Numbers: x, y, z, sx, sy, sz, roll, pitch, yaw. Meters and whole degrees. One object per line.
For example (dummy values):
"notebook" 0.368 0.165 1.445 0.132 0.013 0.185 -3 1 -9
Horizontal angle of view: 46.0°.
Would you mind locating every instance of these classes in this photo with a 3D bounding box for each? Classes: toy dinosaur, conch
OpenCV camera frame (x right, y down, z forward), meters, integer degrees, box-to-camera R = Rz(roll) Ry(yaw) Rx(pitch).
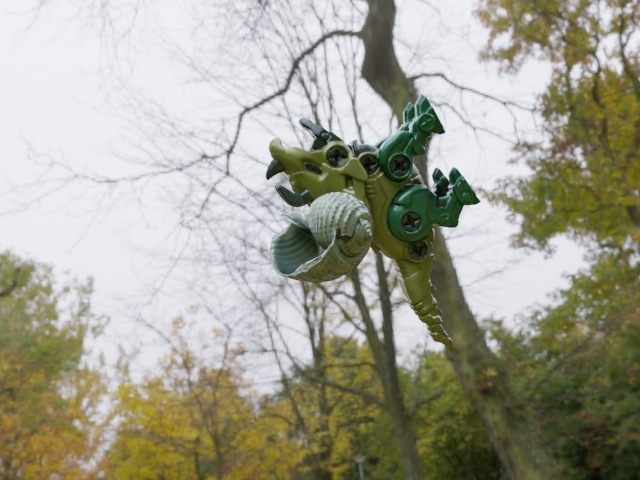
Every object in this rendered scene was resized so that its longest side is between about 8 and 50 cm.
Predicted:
"toy dinosaur" 0.075 -0.019 0.692 0.153 0.259 0.094 -38 7 -1
"conch" 0.004 0.002 0.566 0.057 0.076 0.085 34 -21 -25
